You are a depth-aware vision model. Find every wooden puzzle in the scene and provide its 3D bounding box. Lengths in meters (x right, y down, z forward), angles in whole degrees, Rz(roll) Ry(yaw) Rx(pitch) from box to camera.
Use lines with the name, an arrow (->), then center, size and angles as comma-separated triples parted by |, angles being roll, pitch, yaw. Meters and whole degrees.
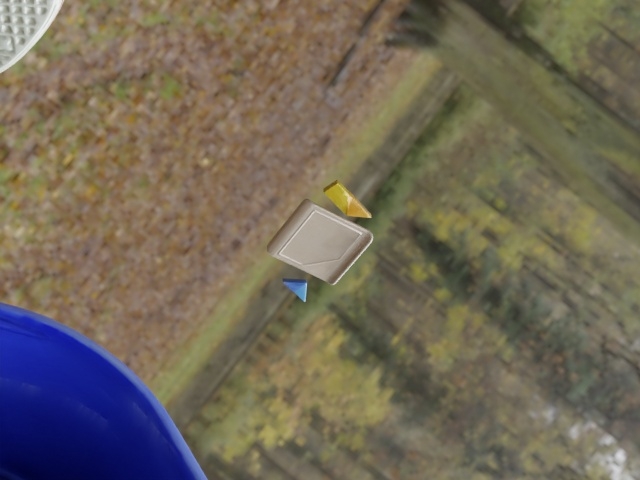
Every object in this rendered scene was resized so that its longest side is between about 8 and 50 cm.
wooden puzzle -> 0.000, 0.000, 1.139 | 0.116, 0.078, 0.014 | -43, -154, 26

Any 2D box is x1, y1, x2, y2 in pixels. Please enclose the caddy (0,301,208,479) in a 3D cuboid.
caddy -> -0.146, 0.177, 0.541 | 0.241, 0.341, 0.179 | -20, 151, -33

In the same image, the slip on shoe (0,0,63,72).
slip on shoe -> -0.307, -0.171, 0.969 | 0.331, 0.123, 0.101 | -16, -142, 40
